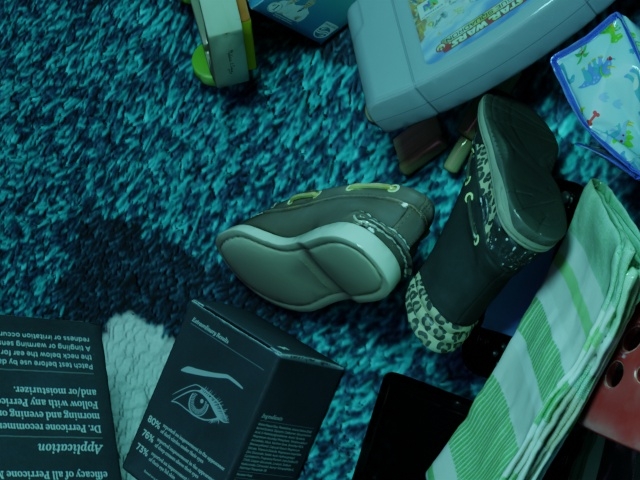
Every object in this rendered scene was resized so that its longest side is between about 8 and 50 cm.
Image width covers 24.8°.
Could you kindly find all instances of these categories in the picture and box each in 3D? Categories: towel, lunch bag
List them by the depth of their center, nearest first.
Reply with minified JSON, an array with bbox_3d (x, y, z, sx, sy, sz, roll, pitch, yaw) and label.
[{"bbox_3d":[0.173,0.119,1.215,0.248,0.038,0.324,-84,18,-74],"label":"towel"},{"bbox_3d":[0.285,-0.104,1.278,0.096,0.129,0.151,-37,59,29],"label":"lunch bag"}]

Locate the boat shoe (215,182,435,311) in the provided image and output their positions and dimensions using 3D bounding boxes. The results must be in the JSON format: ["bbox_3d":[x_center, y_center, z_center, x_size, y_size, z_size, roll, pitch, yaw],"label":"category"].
[{"bbox_3d":[0.000,0.000,1.493,0.096,0.116,0.324,-48,19,-23],"label":"boat shoe"}]

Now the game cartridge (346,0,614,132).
[{"bbox_3d":[0.161,-0.234,1.406,0.297,0.062,0.198,-32,35,19],"label":"game cartridge"}]

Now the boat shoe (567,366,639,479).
[{"bbox_3d":[0.278,0.157,1.267,0.079,0.084,0.233,19,83,4],"label":"boat shoe"}]

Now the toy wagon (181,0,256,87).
[{"bbox_3d":[-0.145,-0.347,1.637,0.068,0.267,0.344,-14,66,-5],"label":"toy wagon"}]

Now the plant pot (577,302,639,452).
[{"bbox_3d":[0.315,0.095,1.131,0.191,0.191,0.174,19,88,42],"label":"plant pot"}]

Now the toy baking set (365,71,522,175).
[{"bbox_3d":[0.130,-0.194,1.499,0.197,0.030,0.256,44,107,39],"label":"toy baking set"}]

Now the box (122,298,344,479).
[{"bbox_3d":[-0.094,0.188,1.538,0.153,0.108,0.207,29,98,41],"label":"box"}]

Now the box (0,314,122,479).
[{"bbox_3d":[-0.444,0.382,1.604,0.480,0.297,0.471,-36,55,44],"label":"box"}]

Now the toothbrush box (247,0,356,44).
[{"bbox_3d":[0.040,-0.392,1.565,0.295,0.126,0.216,-36,57,29],"label":"toothbrush box"}]

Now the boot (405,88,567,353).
[{"bbox_3d":[0.144,-0.022,1.361,0.178,0.085,0.236,-55,20,32],"label":"boot"}]

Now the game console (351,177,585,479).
[{"bbox_3d":[0.161,0.111,1.385,0.213,0.044,0.361,16,89,42],"label":"game console"}]
